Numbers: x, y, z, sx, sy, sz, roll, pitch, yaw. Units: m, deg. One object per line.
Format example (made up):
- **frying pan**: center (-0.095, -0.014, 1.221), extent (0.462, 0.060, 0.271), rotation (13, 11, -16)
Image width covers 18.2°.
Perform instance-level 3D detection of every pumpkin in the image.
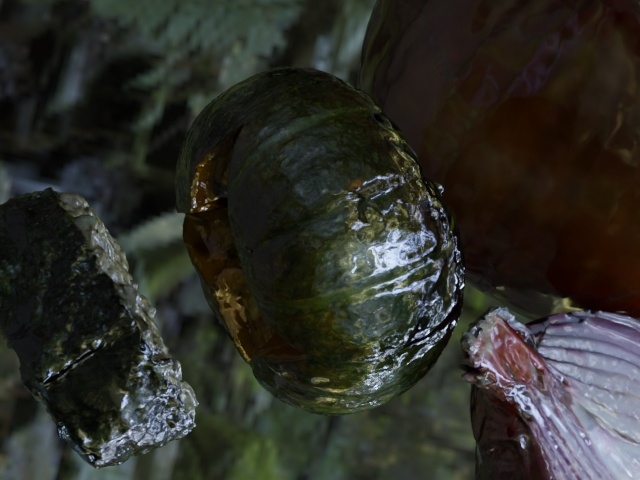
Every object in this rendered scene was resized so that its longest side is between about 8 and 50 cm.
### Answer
- **pumpkin**: center (0.003, 0.000, 1.317), extent (0.238, 0.159, 0.238), rotation (158, -90, -77)

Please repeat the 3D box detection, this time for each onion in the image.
- **onion**: center (0.185, 0.174, 1.554), extent (0.159, 0.348, 0.267), rotation (-29, -150, 41)

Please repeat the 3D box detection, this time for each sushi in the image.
- **sushi**: center (-0.283, 0.094, 2.349), extent (0.350, 0.171, 0.211), rotation (59, 1, 20)

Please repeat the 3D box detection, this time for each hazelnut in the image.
- **hazelnut**: center (0.231, -0.115, 1.682), extent (0.402, 0.429, 0.402), rotation (-49, 166, -17)
